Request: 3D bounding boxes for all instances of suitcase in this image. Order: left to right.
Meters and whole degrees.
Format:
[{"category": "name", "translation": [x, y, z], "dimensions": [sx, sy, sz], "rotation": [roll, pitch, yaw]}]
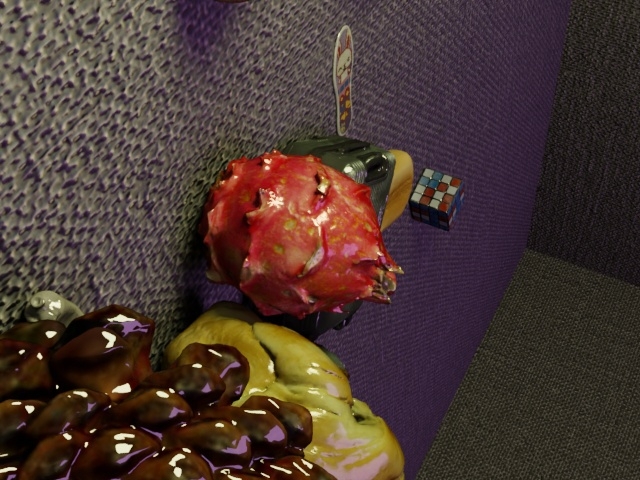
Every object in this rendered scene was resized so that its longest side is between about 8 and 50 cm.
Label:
[{"category": "suitcase", "translation": [0.000, 0.000, 1.241], "dimensions": [0.202, 0.128, 0.312], "rotation": [-25, 132, -62]}]

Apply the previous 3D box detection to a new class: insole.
[{"category": "insole", "translation": [0.035, -0.240, 1.283], "dimensions": [0.065, 0.004, 0.197], "rotation": [-53, 154, -37]}]

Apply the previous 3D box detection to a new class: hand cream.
[{"category": "hand cream", "translation": [-0.256, 0.093, 0.840], "dimensions": [0.057, 0.037, 0.165], "rotation": [-61, 165, -23]}]

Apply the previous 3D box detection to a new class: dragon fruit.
[{"category": "dragon fruit", "translation": [-0.018, -0.001, 1.024], "dimensions": [0.205, 0.268, 0.210], "rotation": [-65, -174, -36]}]

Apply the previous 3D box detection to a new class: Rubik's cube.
[{"category": "Rubik's cube", "translation": [0.260, -0.090, 1.860], "dimensions": [0.092, 0.092, 0.092], "rotation": [-62, 158, -20]}]

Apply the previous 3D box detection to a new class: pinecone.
[{"category": "pinecone", "translation": [-0.185, 0.250, 0.733], "dimensions": [0.398, 0.398, 0.397], "rotation": [-51, 153, -40]}]

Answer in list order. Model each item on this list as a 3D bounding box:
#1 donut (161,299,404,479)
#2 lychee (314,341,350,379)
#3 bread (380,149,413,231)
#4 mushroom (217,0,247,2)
[{"category": "donut", "translation": [-0.049, 0.230, 1.072], "dimensions": [0.170, 0.360, 0.360], "rotation": [-44, 151, -20]}, {"category": "lychee", "translation": [-0.040, 0.242, 1.343], "dimensions": [0.171, 0.171, 0.171], "rotation": [-51, 153, -40]}, {"category": "bread", "translation": [0.093, -0.083, 1.459], "dimensions": [0.173, 0.085, 0.134], "rotation": [-38, 140, -52]}, {"category": "mushroom", "translation": [-0.026, -0.362, 0.806], "dimensions": [0.156, 0.151, 0.285], "rotation": [-12, 120, -68]}]
